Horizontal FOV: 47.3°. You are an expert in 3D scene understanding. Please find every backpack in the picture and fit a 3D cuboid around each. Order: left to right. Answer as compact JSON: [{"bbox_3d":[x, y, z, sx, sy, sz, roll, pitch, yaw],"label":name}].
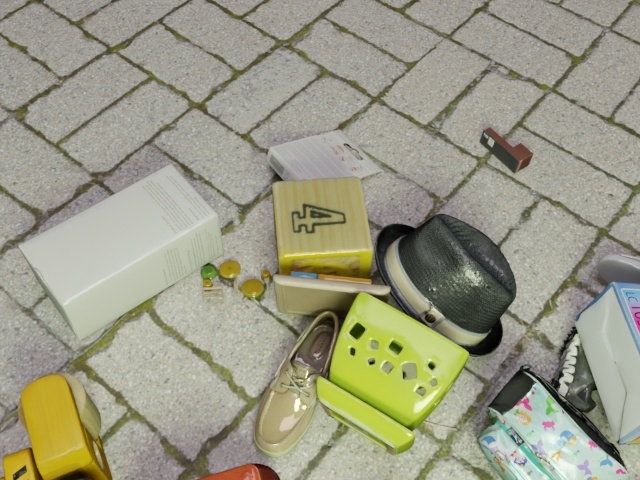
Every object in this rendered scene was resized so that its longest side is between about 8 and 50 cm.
[{"bbox_3d":[0.403,0.369,1.288,0.253,0.225,0.191,39,85,18],"label":"backpack"}]

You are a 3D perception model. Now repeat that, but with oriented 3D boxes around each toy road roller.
[{"bbox_3d":[-0.481,0.415,1.239,0.240,0.202,0.329,-18,59,-13],"label":"toy road roller"}]

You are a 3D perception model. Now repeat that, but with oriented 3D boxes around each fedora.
[{"bbox_3d":[0.273,0.062,1.462,0.334,0.152,0.334,28,36,-23],"label":"fedora"}]

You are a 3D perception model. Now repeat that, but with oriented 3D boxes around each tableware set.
[{"bbox_3d":[-0.184,0.088,1.591,0.154,0.024,0.104,-5,52,-3],"label":"tableware set"}]

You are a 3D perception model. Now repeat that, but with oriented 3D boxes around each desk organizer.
[{"bbox_3d":[0.461,-0.230,1.816,0.050,0.047,0.130,-29,60,-22],"label":"desk organizer"}]

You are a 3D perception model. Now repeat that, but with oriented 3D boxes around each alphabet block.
[{"bbox_3d":[0.000,0.000,1.555,0.193,0.192,0.197,-5,56,-3],"label":"alphabet block"}]

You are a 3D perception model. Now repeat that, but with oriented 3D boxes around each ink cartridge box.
[{"bbox_3d":[0.010,-0.180,1.780,0.224,0.056,0.181,-20,55,-37],"label":"ink cartridge box"},{"bbox_3d":[0.722,0.236,1.396,0.395,0.151,0.270,5,54,-19],"label":"ink cartridge box"}]

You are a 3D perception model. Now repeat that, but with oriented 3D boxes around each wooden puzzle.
[{"bbox_3d":[0.022,0.110,1.450,0.221,0.239,0.044,6,70,3],"label":"wooden puzzle"}]

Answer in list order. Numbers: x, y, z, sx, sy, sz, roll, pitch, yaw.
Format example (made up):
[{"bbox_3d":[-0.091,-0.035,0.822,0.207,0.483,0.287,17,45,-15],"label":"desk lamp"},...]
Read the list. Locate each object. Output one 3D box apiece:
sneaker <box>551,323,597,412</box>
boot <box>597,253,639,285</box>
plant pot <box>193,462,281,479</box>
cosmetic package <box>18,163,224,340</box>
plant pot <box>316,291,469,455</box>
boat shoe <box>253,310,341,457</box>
[{"bbox_3d":[0.535,0.247,1.467,0.106,0.078,0.234,27,59,9],"label":"sneaker"},{"bbox_3d":[0.736,0.070,1.595,0.258,0.095,0.123,26,51,6],"label":"boot"},{"bbox_3d":[-0.162,0.501,1.168,0.267,0.236,0.267,-14,56,-11],"label":"plant pot"},{"bbox_3d":[-0.412,0.017,1.552,0.365,0.155,0.197,-32,61,-21],"label":"cosmetic package"},{"bbox_3d":[0.118,0.258,1.348,0.227,0.228,0.207,29,75,15],"label":"plant pot"},{"bbox_3d":[-0.041,0.270,1.417,0.109,0.098,0.302,23,57,14],"label":"boat shoe"}]
